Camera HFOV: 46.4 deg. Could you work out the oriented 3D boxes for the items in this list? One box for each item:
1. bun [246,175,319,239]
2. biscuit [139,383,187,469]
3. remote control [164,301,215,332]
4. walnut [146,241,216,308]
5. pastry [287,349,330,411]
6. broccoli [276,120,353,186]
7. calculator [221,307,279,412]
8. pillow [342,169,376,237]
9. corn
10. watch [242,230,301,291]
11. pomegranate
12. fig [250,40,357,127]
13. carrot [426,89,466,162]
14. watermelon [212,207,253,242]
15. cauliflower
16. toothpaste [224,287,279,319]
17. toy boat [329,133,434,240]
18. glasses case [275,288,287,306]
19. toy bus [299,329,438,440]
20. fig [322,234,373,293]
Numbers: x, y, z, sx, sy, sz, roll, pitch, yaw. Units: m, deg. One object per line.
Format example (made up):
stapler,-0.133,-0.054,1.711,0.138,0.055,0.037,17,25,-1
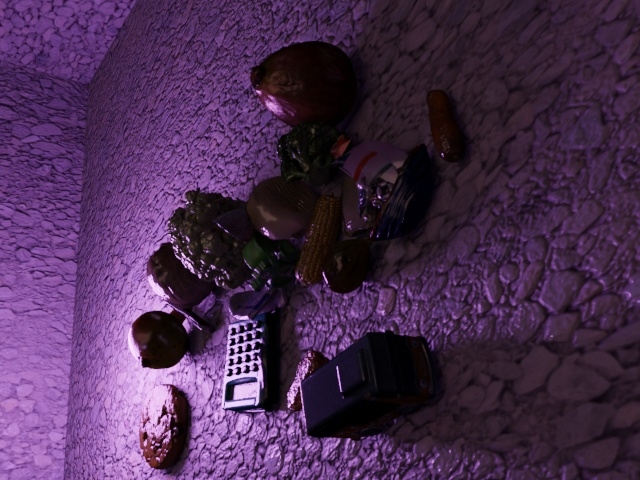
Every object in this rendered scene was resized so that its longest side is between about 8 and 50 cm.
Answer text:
bun,-0.090,-0.067,1.902,0.193,0.178,0.128,48,140,36
biscuit,-0.524,0.605,2.441,0.296,0.075,0.296,-24,61,52
remote control,-0.412,0.235,2.343,0.212,0.059,0.028,28,86,37
walnut,-0.432,0.101,2.323,0.224,0.224,0.224,-25,59,52
pastry,-0.024,0.335,1.756,0.087,0.063,0.169,-110,38,-54
broccoli,-0.015,-0.203,1.810,0.195,0.195,0.156,-58,41,29
calculator,-0.190,0.328,2.020,0.248,0.058,0.274,-22,61,53
pillow,0.089,-0.107,1.723,0.119,0.053,0.208,-28,55,52
corn,0.000,0.000,1.808,0.080,0.080,0.238,29,102,57
watch,-0.132,0.037,1.922,0.131,0.165,0.152,-53,56,29
pomegranate,-0.504,0.302,2.419,0.246,0.198,0.198,-44,34,-5
fig,-0.034,-0.390,1.865,0.263,0.224,0.224,10,88,16
carrot,0.249,-0.234,1.512,0.060,0.060,0.186,-47,41,40
watermelon,-0.213,-0.036,1.917,0.081,0.094,0.180,-29,5,5
cauliflower,-0.274,-0.021,2.110,0.281,0.327,0.260,-41,42,-23
toothpaste,-0.201,0.176,2.063,0.282,0.068,0.099,-10,66,63
toy boat,0.141,-0.148,1.619,0.219,0.072,0.318,-44,50,28
glasses case,-0.106,0.139,1.982,0.032,0.021,0.083,-48,43,37
toy bus,0.090,0.293,1.485,0.275,0.167,0.139,-42,46,43
fig,0.070,0.046,1.667,0.154,0.103,0.109,-42,82,29
